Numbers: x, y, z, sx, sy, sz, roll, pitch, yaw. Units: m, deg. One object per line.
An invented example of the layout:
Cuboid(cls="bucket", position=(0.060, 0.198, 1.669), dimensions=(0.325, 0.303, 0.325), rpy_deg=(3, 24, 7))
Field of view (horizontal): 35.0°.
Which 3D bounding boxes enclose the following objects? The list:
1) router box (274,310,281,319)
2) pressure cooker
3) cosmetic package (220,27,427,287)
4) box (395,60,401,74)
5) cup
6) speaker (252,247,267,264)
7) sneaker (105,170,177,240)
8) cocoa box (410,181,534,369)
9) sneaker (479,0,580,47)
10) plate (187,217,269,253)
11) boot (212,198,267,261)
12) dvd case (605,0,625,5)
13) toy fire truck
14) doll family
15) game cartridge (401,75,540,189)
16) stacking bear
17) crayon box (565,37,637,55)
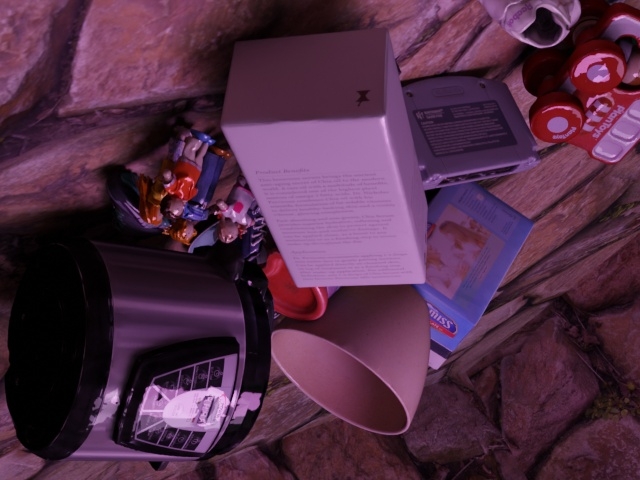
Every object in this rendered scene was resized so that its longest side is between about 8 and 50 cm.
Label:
Cuboid(cls="router box", position=(-0.103, 0.131, 2.388), dimensions=(0.179, 0.046, 0.133), rpy_deg=(-36, 158, 19))
Cuboid(cls="pressure cooker", position=(-0.278, 0.187, 1.722), dimensions=(0.420, 0.376, 0.370), rpy_deg=(10, 154, -37))
Cuboid(cls="cosmetic package", position=(0.025, -0.105, 1.551), dimensions=(0.230, 0.162, 0.453), rpy_deg=(-2, 149, 12))
Cuboid(cls="box", position=(0.000, -0.217, 1.662), dimensions=(0.183, 0.056, 0.231), rpy_deg=(-12, 154, -36))
Cuboid(cls="cup", position=(0.092, 0.199, 2.059), dimensions=(0.237, 0.331, 0.331), rpy_deg=(-54, 172, -28))
Cuboid(cls="speaker", position=(-0.172, 0.044, 1.999), dimensions=(0.136, 0.055, 0.055), rpy_deg=(-22, 159, -18))
Cuboid(cls="sneaker", position=(-0.310, -0.041, 1.645), dimensions=(0.098, 0.083, 0.224), rpy_deg=(-22, 159, 9))
Cuboid(cls="cocoa box", position=(0.278, 0.060, 2.268), dimensions=(0.347, 0.231, 0.228), rpy_deg=(-53, 176, -36))
Cuboid(cls="sneaker", position=(0.352, -0.360, 1.649), dimensions=(0.114, 0.152, 0.305), rpy_deg=(-43, 157, 30))
Cuboid(cls="plate", position=(-0.174, -0.017, 1.965), dimensions=(0.188, 0.024, 0.188), rpy_deg=(-26, 160, -10))
Cuboid(cls="boot", position=(-0.115, -0.028, 1.859), dimensions=(0.069, 0.086, 0.190), rpy_deg=(-1, 143, -51))
Cuboid(cls="dvd case", position=(0.513, -0.426, 1.908), dimensions=(0.119, 0.013, 0.087), rpy_deg=(-40, 158, 31))
Cuboid(cls="toy fire truck", position=(0.527, -0.286, 1.859), dimensions=(0.253, 0.169, 0.302), rpy_deg=(19, 134, -16))
Cuboid(cls="doll family", position=(-0.203, -0.078, 1.594), dimensions=(0.263, 0.118, 0.163), rpy_deg=(27, 86, -61))
Cuboid(cls="game cartridge", position=(0.244, -0.200, 1.820), dimensions=(0.297, 0.198, 0.062), rpy_deg=(-11, 155, -33))
Cuboid(cls="stacking bear", position=(0.000, 0.000, 1.966), dimensions=(0.175, 0.164, 0.289), rpy_deg=(-32, -161, 50))
Cuboid(cls="crayon box", position=(0.587, -0.341, 2.113), dimensions=(0.165, 0.081, 0.278), rpy_deg=(-31, 160, 5))
